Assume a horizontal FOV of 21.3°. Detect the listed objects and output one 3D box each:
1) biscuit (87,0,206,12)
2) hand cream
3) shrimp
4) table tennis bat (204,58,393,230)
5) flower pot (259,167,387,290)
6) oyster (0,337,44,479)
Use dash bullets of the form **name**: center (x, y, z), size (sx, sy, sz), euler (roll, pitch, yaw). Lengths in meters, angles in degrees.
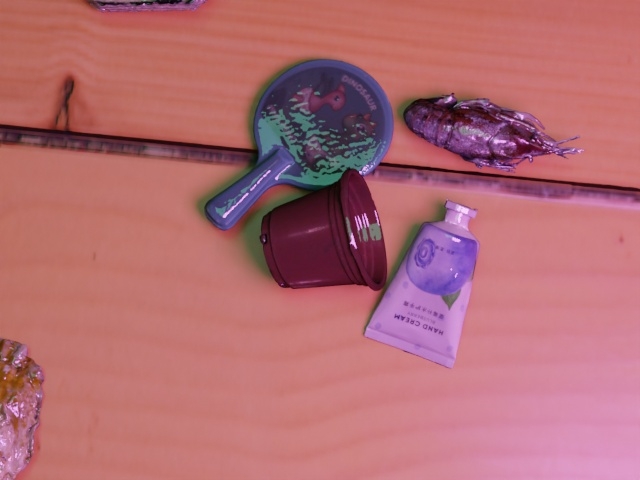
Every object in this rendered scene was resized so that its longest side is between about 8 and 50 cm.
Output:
- **biscuit**: center (-0.196, -0.302, 1.591), size (0.250, 0.046, 0.147), euler (42, 82, 11)
- **hand cream**: center (0.102, 0.034, 1.511), size (0.084, 0.053, 0.142), euler (21, 90, 6)
- **shrimp**: center (0.155, -0.095, 1.528), size (0.165, 0.065, 0.056), euler (14, 111, 0)
- **table tennis bat**: center (-0.024, -0.081, 1.547), size (0.201, 0.033, 0.124), euler (-41, 78, -11)
- **flower pot**: center (0.000, 0.000, 1.500), size (0.089, 0.111, 0.111), euler (-14, 78, 15)
- **oyster**: center (-0.301, 0.155, 1.509), size (0.122, 0.045, 0.146), euler (32, 81, 22)
